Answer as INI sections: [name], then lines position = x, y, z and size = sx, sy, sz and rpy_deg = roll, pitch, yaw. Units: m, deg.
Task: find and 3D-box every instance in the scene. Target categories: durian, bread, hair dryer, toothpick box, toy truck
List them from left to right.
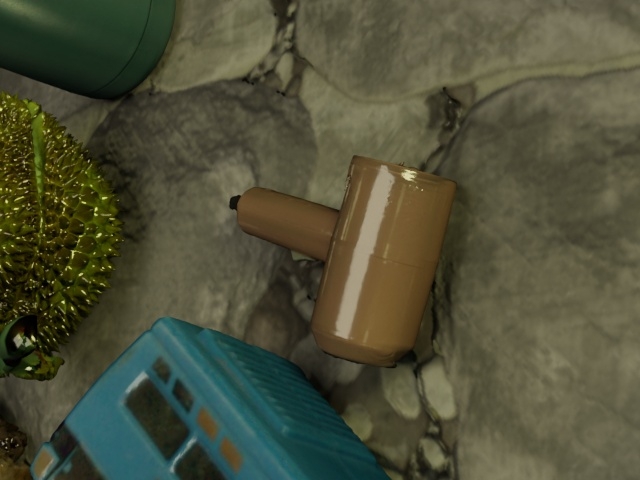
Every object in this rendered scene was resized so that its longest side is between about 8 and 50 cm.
[bread]
position = -0.247, 0.164, 1.124
size = 0.082, 0.060, 0.113
rpy_deg = -56, 47, 17
[durian]
position = -0.219, -0.004, 1.077
size = 0.146, 0.159, 0.198
rpy_deg = -20, 100, 49
[toothpick box]
position = -0.202, -0.173, 1.073
size = 0.120, 0.184, 0.120
rpy_deg = -12, 73, 42
[toy truck]
position = -0.004, 0.212, 0.823
size = 0.162, 0.161, 0.385
rpy_deg = -52, 49, 10
[hair dryer]
position = 0.000, 0.000, 0.940
size = 0.182, 0.064, 0.117
rpy_deg = 19, 95, 52
